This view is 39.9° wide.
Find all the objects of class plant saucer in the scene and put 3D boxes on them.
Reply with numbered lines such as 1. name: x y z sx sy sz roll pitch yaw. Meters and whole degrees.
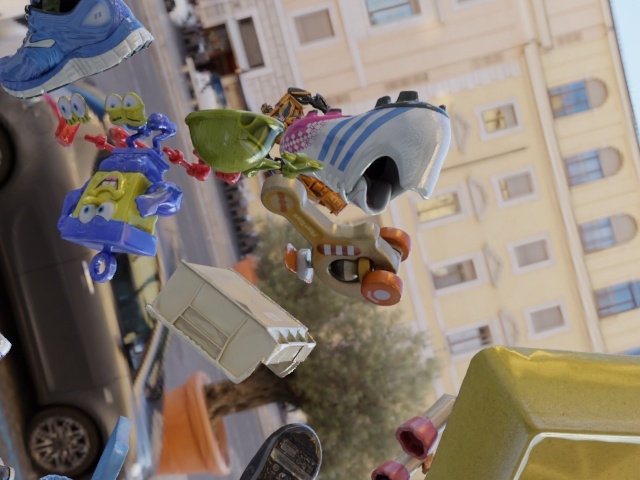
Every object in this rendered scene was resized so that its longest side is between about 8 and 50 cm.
1. plant saucer: 0.291 0.287 1.025 0.081 0.333 0.332 -116 -144 -58

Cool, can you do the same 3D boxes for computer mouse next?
1. computer mouse: -0.103 0.457 1.638 0.188 0.272 0.072 46 -31 -11

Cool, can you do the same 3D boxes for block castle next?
1. block castle: 0.332 0.577 1.872 0.453 0.213 0.303 41 -38 19

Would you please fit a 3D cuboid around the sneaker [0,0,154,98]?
1. sneaker: -0.409 -0.326 1.396 0.130 0.330 0.147 -46 117 -48

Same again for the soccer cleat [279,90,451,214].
1. soccer cleat: 0.038 -0.102 1.176 0.331 0.116 0.143 -7 -111 56

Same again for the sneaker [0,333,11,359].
1. sneaker: -0.869 0.225 1.929 0.323 0.236 0.130 36 -21 9

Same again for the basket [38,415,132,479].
1. basket: -0.405 0.464 1.549 0.255 0.201 0.289 -168 -81 -82

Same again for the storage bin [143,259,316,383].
1. storage bin: -0.168 0.166 1.758 0.260 0.123 0.262 37 5 17

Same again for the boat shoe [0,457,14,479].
1. boat shoe: -0.549 0.390 1.434 0.206 0.065 0.075 1 -111 61

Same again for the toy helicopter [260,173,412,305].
1. toy helicopter: 0.000 0.000 1.694 0.355 0.235 0.140 45 44 -33

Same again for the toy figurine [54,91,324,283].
1. toy figurine: -0.201 -0.039 1.076 0.191 0.362 0.217 41 62 -51

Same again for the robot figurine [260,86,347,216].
1. robot figurine: -0.021 -0.203 1.926 0.291 0.211 0.085 42 -5 2
